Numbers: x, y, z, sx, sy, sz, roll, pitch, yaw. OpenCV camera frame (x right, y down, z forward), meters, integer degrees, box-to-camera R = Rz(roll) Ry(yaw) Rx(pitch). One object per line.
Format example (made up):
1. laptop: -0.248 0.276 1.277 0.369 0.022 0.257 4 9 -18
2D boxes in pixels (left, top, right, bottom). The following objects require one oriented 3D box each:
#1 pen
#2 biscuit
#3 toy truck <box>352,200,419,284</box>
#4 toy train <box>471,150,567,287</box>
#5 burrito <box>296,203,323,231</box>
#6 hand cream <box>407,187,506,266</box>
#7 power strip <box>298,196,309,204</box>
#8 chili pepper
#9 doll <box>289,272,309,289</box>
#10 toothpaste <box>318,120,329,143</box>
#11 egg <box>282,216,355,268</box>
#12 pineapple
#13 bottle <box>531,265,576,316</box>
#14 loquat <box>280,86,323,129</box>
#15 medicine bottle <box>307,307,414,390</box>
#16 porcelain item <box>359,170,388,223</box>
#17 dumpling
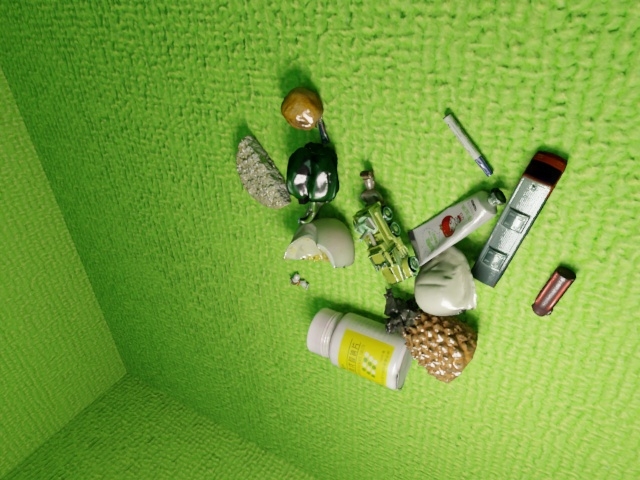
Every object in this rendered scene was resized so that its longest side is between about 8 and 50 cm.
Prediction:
1. pen: 0.401 -0.257 1.187 0.204 0.025 0.025 51 134 -5
2. biscuit: -0.225 -0.237 1.606 0.179 0.084 0.281 -18 105 46
3. toy truck: 0.187 0.025 1.368 0.128 0.135 0.259 -24 102 43
4. toy train: 0.528 -0.044 1.197 0.086 0.089 0.409 31 133 22
5. burrito: -0.038 -0.091 1.598 0.045 0.041 0.185 44 133 16
6. hand cream: 0.390 -0.046 1.293 0.336 0.076 0.121 -39 54 45
7. power strip: -0.065 -0.182 1.558 0.029 0.038 0.111 10 124 29
8. chili pepper: -0.025 -0.182 1.445 0.174 0.165 0.261 11 123 8
9. doll: -0.086 0.172 1.810 0.085 0.040 0.058 44 124 4
10. toothpaste: 0.008 -0.350 1.407 0.027 0.019 0.083 -9 116 13
11. egg: 0.010 -0.002 1.533 0.271 0.206 0.161 10 100 47
12. pineapple: 0.335 0.299 1.473 0.357 0.223 0.223 34 133 18
13. bottle: 0.660 0.151 1.251 0.060 0.060 0.164 28 132 18
14. loquat: -0.056 -0.405 1.359 0.137 0.113 0.137 3 105 11
15. medicine bottle: 0.155 0.398 1.665 0.379 0.213 0.213 15 126 27
16. porcelain item: 0.169 -0.128 1.415 0.084 0.054 0.213 2 120 33
17. dumpling: 0.391 0.121 1.359 0.243 0.175 0.227 -5 85 40
